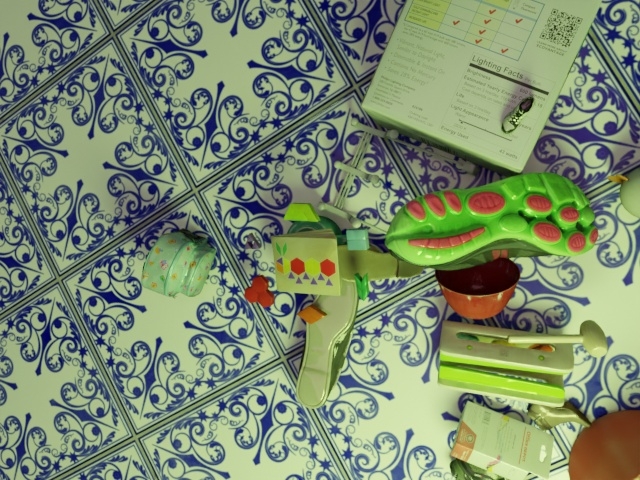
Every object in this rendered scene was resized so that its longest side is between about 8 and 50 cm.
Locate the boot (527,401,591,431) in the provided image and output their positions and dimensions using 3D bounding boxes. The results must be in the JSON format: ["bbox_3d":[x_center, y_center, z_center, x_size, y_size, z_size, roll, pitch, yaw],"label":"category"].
[{"bbox_3d":[0.529,0.396,1.265,0.118,0.042,0.087,42,108,12],"label":"boot"}]

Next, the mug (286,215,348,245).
[{"bbox_3d":[-0.008,-0.005,1.367,0.158,0.097,0.129,-37,82,14],"label":"mug"}]

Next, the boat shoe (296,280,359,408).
[{"bbox_3d":[0.018,0.241,1.381,0.112,0.095,0.335,16,90,14],"label":"boat shoe"}]

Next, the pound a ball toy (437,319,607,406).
[{"bbox_3d":[0.422,0.228,1.220,0.319,0.135,0.208,5,128,15],"label":"pound a ball toy"}]

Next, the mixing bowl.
[{"bbox_3d":[0.347,0.110,1.252,0.181,0.181,0.098,-1,119,15],"label":"mixing bowl"}]

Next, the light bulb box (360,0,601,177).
[{"bbox_3d":[0.332,-0.368,1.199,0.358,0.225,0.361,26,98,13],"label":"light bulb box"}]

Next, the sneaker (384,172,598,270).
[{"bbox_3d":[0.359,-0.034,1.195,0.483,0.202,0.185,-1,81,-13],"label":"sneaker"}]

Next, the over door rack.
[{"bbox_3d":[0.174,-0.123,1.311,0.324,0.108,0.239,24,98,13],"label":"over door rack"}]

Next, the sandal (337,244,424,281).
[{"bbox_3d":[0.121,0.052,1.349,0.240,0.079,0.088,3,97,-3],"label":"sandal"}]

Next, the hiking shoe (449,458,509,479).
[{"bbox_3d":[0.410,0.549,1.274,0.227,0.086,0.114,34,103,13],"label":"hiking shoe"}]

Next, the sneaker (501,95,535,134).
[{"bbox_3d":[0.369,-0.237,1.059,0.032,0.037,0.083,37,102,8],"label":"sneaker"}]

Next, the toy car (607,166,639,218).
[{"bbox_3d":[0.707,-0.079,1.153,0.238,0.210,0.219,42,107,39],"label":"toy car"}]

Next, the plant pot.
[{"bbox_3d":[0.656,0.505,1.125,0.275,0.243,0.275,0,91,16],"label":"plant pot"}]

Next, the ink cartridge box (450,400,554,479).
[{"bbox_3d":[0.403,0.454,1.253,0.198,0.115,0.067,19,138,15],"label":"ink cartridge box"}]

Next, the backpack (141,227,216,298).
[{"bbox_3d":[-0.357,0.062,1.418,0.144,0.188,0.165,25,97,13],"label":"backpack"}]

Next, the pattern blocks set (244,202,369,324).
[{"bbox_3d":[-0.036,0.053,1.310,0.325,0.026,0.285,10,107,25],"label":"pattern blocks set"}]
